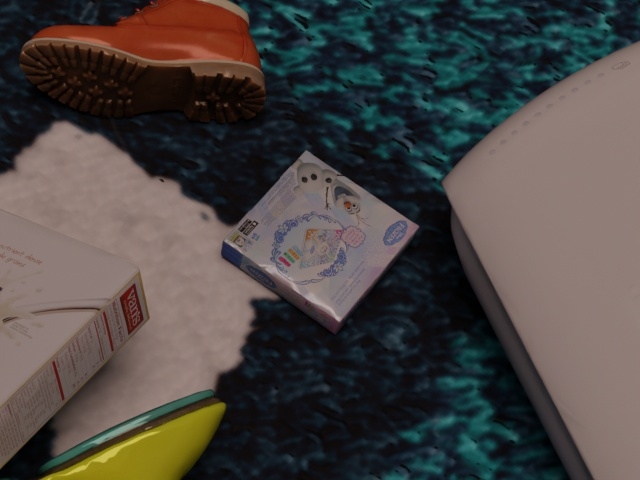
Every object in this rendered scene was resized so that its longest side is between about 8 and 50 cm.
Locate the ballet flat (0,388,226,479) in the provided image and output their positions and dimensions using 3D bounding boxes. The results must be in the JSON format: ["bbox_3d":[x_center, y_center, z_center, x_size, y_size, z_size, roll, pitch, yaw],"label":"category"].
[{"bbox_3d":[-0.151,0.153,0.888,0.231,0.077,0.077,-19,82,-15],"label":"ballet flat"}]

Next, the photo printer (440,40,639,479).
[{"bbox_3d":[0.228,0.022,0.954,0.256,0.107,0.308,-27,64,6],"label":"photo printer"}]

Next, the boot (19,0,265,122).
[{"bbox_3d":[-0.116,-0.126,1.067,0.157,0.059,0.085,5,55,-15],"label":"boot"}]

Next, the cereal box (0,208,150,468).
[{"bbox_3d":[-0.232,0.071,0.886,0.173,0.047,0.240,20,49,27],"label":"cereal box"}]

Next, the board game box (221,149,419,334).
[{"bbox_3d":[0.000,0.000,1.026,0.090,0.020,0.090,34,60,13],"label":"board game box"}]
